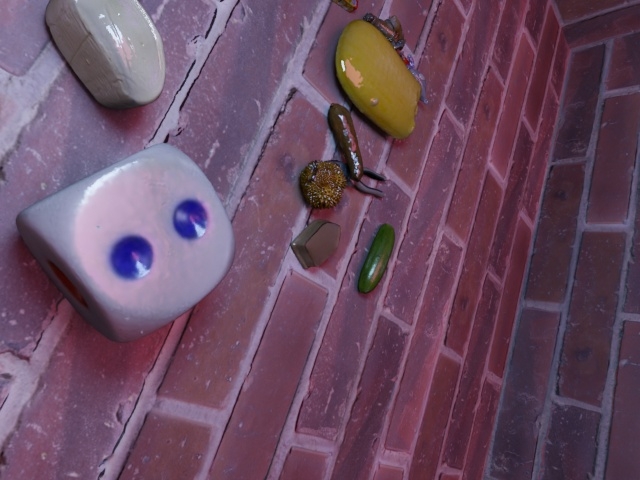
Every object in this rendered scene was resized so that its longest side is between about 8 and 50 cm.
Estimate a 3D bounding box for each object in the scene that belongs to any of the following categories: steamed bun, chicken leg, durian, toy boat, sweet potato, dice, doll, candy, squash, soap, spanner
[{"bbox_3d":[-0.418,-0.402,0.863,0.154,0.200,0.250,-47,124,-33],"label":"steamed bun"},{"bbox_3d":[0.245,-0.784,1.566,0.196,0.081,0.125,36,53,-28],"label":"chicken leg"},{"bbox_3d":[0.008,-0.174,1.323,0.168,0.137,0.158,16,59,-51],"label":"durian"},{"bbox_3d":[0.000,0.000,1.363,0.188,0.061,0.116,-46,120,-33],"label":"toy boat"},{"bbox_3d":[0.091,-0.328,1.411,0.075,0.075,0.273,-22,95,-41],"label":"sweet potato"},{"bbox_3d":[-0.378,0.000,0.865,0.304,0.277,0.304,-42,115,-36],"label":"dice"},{"bbox_3d":[0.370,-0.646,1.695,0.102,0.075,0.227,-40,107,-17],"label":"doll"},{"bbox_3d":[0.076,-0.837,1.433,0.122,0.038,0.062,8,85,-43],"label":"candy"},{"bbox_3d":[0.212,0.062,1.551,0.082,0.082,0.292,41,64,-36],"label":"squash"},{"bbox_3d":[0.204,-0.575,1.509,0.427,0.115,0.305,34,72,-38],"label":"soap"},{"bbox_3d":[0.128,-0.226,1.494,0.325,0.040,0.095,14,81,-44],"label":"spanner"}]
